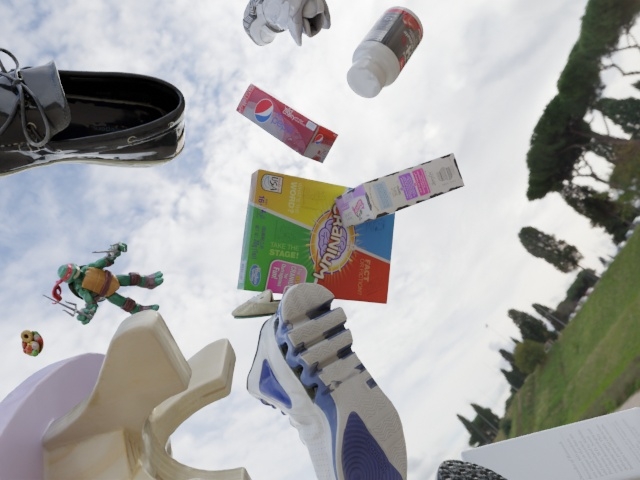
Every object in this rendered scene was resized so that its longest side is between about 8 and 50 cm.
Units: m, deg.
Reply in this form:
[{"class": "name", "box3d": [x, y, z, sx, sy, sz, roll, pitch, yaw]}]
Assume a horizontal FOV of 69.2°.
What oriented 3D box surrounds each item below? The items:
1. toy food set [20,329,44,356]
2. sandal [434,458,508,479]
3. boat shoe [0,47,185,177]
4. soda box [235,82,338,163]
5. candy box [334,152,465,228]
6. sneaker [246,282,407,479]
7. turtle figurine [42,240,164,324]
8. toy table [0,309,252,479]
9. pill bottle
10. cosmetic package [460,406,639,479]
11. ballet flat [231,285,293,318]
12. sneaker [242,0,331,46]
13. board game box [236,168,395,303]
[{"class": "toy food set", "box3d": [-0.902, 0.322, 1.450, 0.020, 0.083, 0.083, 6, -88, -79]}, {"class": "sandal", "box3d": [0.378, 0.560, 0.783, 0.168, 0.446, 0.107, -18, -47, -52]}, {"class": "boat shoe", "box3d": [-0.446, -0.199, 0.723, 0.501, 0.186, 0.156, -8, -21, -37]}, {"class": "soda box", "box3d": [-0.085, -0.291, 1.139, 0.092, 0.263, 0.083, 6, -61, -56]}, {"class": "candy box", "box3d": [0.146, -0.093, 0.902, 0.196, 0.070, 0.165, -20, 1, -17]}, {"class": "sneaker", "box3d": [-0.008, 0.232, 0.682, 0.128, 0.315, 0.182, -13, -15, -37]}, {"class": "turtle figurine", "box3d": [-0.439, 0.086, 0.945, 0.234, 0.118, 0.175, 30, -110, -48]}, {"class": "toy table", "box3d": [-0.162, 0.191, 0.401, 0.161, 0.274, 0.252, -18, -56, 4]}, {"class": "pill bottle", "box3d": [0.218, -0.647, 1.611, 0.318, 0.176, 0.176, -58, -29, -24]}, {"class": "cosmetic package", "box3d": [0.600, 0.593, 1.143, 0.454, 0.161, 0.230, -16, -56, 4]}, {"class": "ballet flat", "box3d": [-0.075, 0.108, 0.830, 0.168, 0.057, 0.052, -3, -91, -13]}, {"class": "sneaker", "box3d": [-0.098, -0.622, 1.310, 0.137, 0.210, 0.366, -40, 1, -20]}, {"class": "board game box", "box3d": [0.000, 0.000, 0.970, 0.317, 0.064, 0.242, 8, -96, -22]}]
